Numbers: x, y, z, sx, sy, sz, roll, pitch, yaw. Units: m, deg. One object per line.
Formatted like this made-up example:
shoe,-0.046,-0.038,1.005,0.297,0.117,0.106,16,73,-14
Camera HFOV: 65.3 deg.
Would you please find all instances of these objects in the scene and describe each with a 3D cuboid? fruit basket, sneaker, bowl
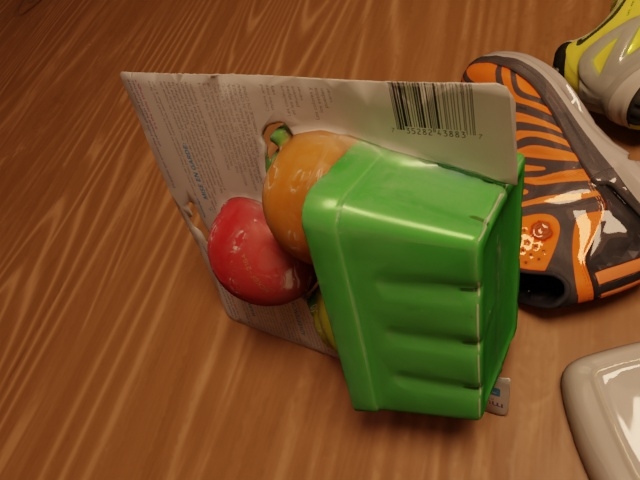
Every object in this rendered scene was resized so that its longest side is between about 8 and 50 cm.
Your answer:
fruit basket,0.000,0.000,0.460,0.353,0.327,0.165,17,47,36
sneaker,0.426,-0.291,0.557,0.385,0.145,0.147,-42,51,-8
bowl,0.275,0.142,0.392,0.142,0.053,0.142,-18,52,16
sneaker,0.193,-0.071,0.528,0.180,0.124,0.321,-28,51,5
